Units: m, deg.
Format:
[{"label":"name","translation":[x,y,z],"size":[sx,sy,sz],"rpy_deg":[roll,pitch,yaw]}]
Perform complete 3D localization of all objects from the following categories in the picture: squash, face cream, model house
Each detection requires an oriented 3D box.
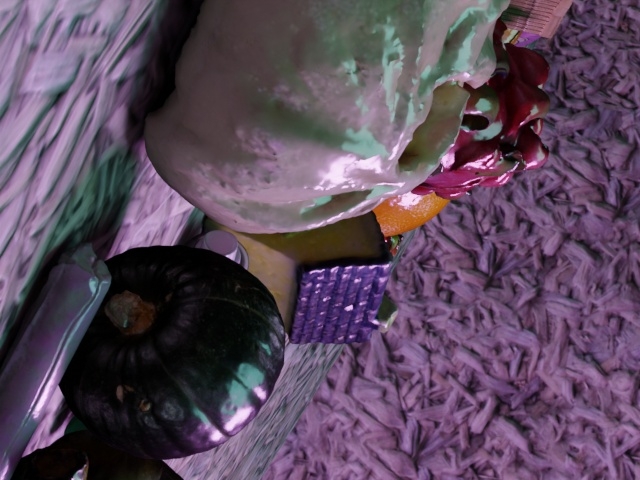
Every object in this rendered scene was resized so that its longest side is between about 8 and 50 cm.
[{"label":"squash","translation":[-0.124,0.086,1.369],"size":[0.193,0.156,0.193],"rpy_deg":[-28,-155,14]},{"label":"face cream","translation":[-0.122,0.067,1.737],"size":[0.075,0.075,0.229],"rpy_deg":[-54,169,-37]},{"label":"model house","translation":[0.000,0.000,1.777],"size":[0.170,0.211,0.194],"rpy_deg":[-53,169,-30]}]

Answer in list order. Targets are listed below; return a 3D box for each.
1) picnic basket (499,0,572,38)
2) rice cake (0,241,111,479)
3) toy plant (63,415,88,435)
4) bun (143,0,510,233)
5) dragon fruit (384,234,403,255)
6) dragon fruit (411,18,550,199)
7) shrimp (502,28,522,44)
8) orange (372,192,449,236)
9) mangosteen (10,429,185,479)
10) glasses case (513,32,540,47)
[{"label":"picnic basket","translation":[0.174,-0.341,1.604],"size":[0.313,0.175,0.228],"rpy_deg":[62,42,-86]},{"label":"rice cake","translation":[-0.236,0.124,1.309],"size":[0.270,0.049,0.055],"rpy_deg":[-61,172,10]},{"label":"toy plant","translation":[-0.183,0.162,1.615],"size":[0.143,0.105,0.200],"rpy_deg":[-40,172,-45]},{"label":"bun","translation":[0.031,-0.163,1.340],"size":[0.365,0.219,0.365],"rpy_deg":[-58,176,-6]},{"label":"dragon fruit","translation":[0.030,0.005,2.313],"size":[0.137,0.135,0.236],"rpy_deg":[-63,-168,-26]},{"label":"dragon fruit","translation":[0.132,-0.144,1.645],"size":[0.198,0.218,0.273],"rpy_deg":[-41,179,-20]},{"label":"shrimp","translation":[0.092,-0.272,1.797],"size":[0.262,0.198,0.051],"rpy_deg":[-16,-176,-7]},{"label":"orange","translation":[0.076,-0.099,1.982],"size":[0.206,0.206,0.206],"rpy_deg":[-58,172,-13]},{"label":"mangosteen","translation":[-0.210,0.262,1.414],"size":[0.231,0.231,0.289],"rpy_deg":[-57,155,-21]},{"label":"glasses case","translation":[0.197,-0.283,2.057],"size":[0.316,0.076,0.123],"rpy_deg":[162,-78,-65]}]
